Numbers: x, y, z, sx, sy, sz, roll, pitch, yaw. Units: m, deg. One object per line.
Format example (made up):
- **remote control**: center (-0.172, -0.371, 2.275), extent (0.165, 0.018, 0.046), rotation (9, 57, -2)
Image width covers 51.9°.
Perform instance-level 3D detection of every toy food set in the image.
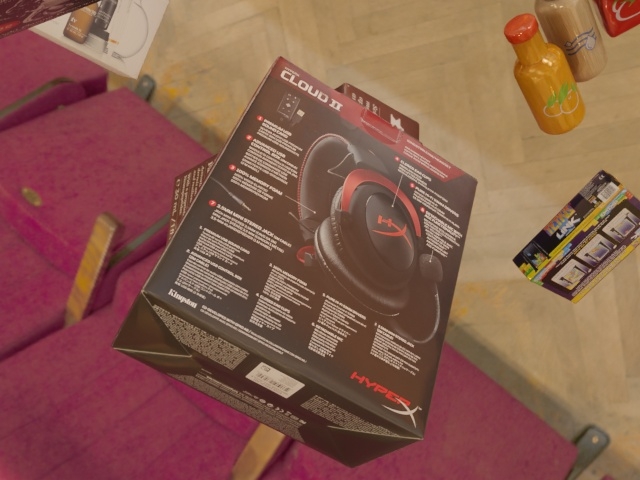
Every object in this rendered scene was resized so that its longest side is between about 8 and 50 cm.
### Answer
- **toy food set**: center (0.252, -0.191, 0.500), extent (0.232, 0.111, 0.104), rotation (-26, 133, 21)

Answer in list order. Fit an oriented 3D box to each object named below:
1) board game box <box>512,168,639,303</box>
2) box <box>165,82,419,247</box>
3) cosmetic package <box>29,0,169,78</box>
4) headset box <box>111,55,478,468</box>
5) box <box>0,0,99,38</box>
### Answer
- **board game box**: center (0.370, 0.000, 0.910), extent (0.170, 0.141, 0.048), rotation (-49, 45, 19)
- **box**: center (-0.054, -0.031, 0.863), extent (0.381, 0.143, 0.191), rotation (-18, 61, 44)
- **cosmetic package**: center (-0.522, -0.565, 1.433), extent (0.097, 0.377, 0.284), rotation (22, 91, 44)
- **headset box**: center (0.000, 0.000, 0.551), extent (0.218, 0.293, 0.110), rotation (29, 142, -11)
- **box**: center (-0.392, -0.437, 0.941), extent (0.312, 0.343, 0.179), rotation (10, 128, 63)
